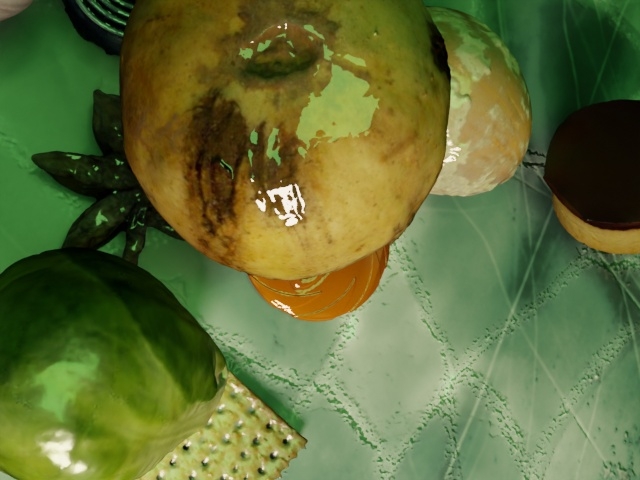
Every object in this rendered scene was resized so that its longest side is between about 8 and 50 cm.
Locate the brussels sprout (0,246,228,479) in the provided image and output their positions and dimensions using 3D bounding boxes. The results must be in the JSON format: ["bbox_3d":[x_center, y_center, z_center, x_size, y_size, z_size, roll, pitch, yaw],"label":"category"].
[{"bbox_3d":[-0.209,0.122,0.716,0.271,0.219,0.210,31,79,-49],"label":"brussels sprout"}]

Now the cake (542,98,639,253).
[{"bbox_3d":[0.396,-0.069,1.006,0.207,0.178,0.185,-7,65,11],"label":"cake"}]

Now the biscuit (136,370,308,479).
[{"bbox_3d":[-0.133,0.272,0.838,0.139,0.016,0.231,44,72,-12],"label":"biscuit"}]

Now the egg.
[{"bbox_3d":[0.139,-0.158,0.880,0.245,0.203,0.203,40,73,-16],"label":"egg"}]

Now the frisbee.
[{"bbox_3d":[0.000,0.000,0.902,0.192,0.035,0.192,2,85,-22],"label":"frisbee"}]

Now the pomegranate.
[{"bbox_3d":[-0.030,-0.123,0.699,0.322,0.322,0.322,2,85,-21],"label":"pomegranate"}]

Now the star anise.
[{"bbox_3d":[-0.194,-0.070,0.811,0.212,0.073,0.197,-25,97,-24],"label":"star anise"}]

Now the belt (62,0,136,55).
[{"bbox_3d":[-0.176,-0.328,0.814,0.206,0.116,0.268,11,85,-16],"label":"belt"}]

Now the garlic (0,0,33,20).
[{"bbox_3d":[-0.342,-0.332,0.686,0.207,0.207,0.257,-38,130,-20],"label":"garlic"}]
